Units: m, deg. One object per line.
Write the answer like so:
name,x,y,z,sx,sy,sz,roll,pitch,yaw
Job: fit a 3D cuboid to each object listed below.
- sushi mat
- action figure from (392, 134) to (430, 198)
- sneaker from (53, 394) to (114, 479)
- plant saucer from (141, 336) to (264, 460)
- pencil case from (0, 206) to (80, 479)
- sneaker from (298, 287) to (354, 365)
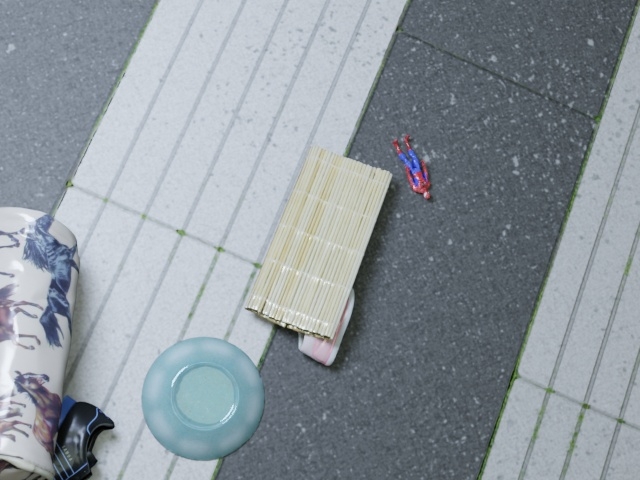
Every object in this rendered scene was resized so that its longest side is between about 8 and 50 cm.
sushi mat,0.000,0.000,1.718,0.151,0.019,0.316,19,68,6
action figure,0.161,-0.123,1.802,0.038,0.030,0.115,-21,83,-20
sneaker,-0.390,0.348,1.555,0.090,0.081,0.232,24,72,3
plant saucer,-0.181,0.244,1.643,0.195,0.037,0.195,2,77,-11
pencil case,-0.448,0.150,1.516,0.160,0.184,0.410,30,50,-45
sneaker,0.006,0.129,1.698,0.070,0.051,0.134,22,78,-10
